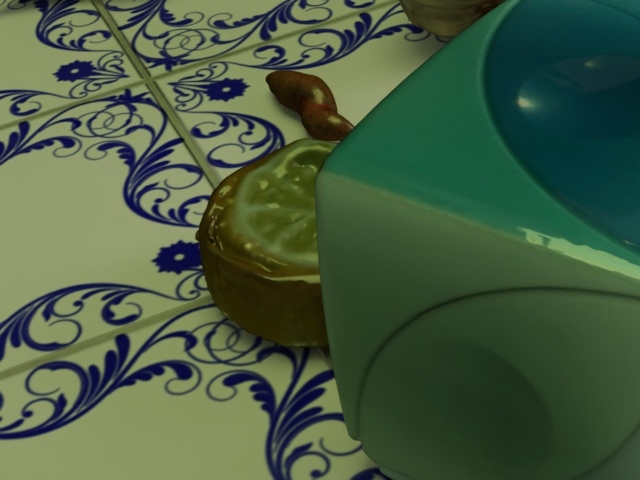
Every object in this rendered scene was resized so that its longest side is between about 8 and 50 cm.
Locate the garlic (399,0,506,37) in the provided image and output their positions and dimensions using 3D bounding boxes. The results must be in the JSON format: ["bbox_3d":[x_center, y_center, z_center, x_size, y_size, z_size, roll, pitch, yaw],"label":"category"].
[{"bbox_3d":[0.227,-0.403,1.707,0.322,0.322,0.241,-11,39,-1],"label":"garlic"}]

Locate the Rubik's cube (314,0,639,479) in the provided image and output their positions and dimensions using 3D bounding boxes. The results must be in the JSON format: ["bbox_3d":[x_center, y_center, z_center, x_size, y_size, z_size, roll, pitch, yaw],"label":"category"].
[{"bbox_3d":[0.230,0.030,1.080,0.351,0.347,0.352,19,45,33],"label":"Rubik's cube"}]

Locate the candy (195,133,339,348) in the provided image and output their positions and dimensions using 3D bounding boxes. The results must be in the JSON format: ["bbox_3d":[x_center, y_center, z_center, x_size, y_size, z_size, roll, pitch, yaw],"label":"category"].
[{"bbox_3d":[0.000,0.000,1.368,0.260,0.118,0.260,-5,39,4],"label":"candy"}]

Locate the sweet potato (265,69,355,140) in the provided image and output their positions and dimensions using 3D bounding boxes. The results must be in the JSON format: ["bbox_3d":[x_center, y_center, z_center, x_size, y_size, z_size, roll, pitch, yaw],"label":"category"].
[{"bbox_3d":[-0.014,-0.175,1.653,0.055,0.058,0.202,-4,30,-28],"label":"sweet potato"}]
